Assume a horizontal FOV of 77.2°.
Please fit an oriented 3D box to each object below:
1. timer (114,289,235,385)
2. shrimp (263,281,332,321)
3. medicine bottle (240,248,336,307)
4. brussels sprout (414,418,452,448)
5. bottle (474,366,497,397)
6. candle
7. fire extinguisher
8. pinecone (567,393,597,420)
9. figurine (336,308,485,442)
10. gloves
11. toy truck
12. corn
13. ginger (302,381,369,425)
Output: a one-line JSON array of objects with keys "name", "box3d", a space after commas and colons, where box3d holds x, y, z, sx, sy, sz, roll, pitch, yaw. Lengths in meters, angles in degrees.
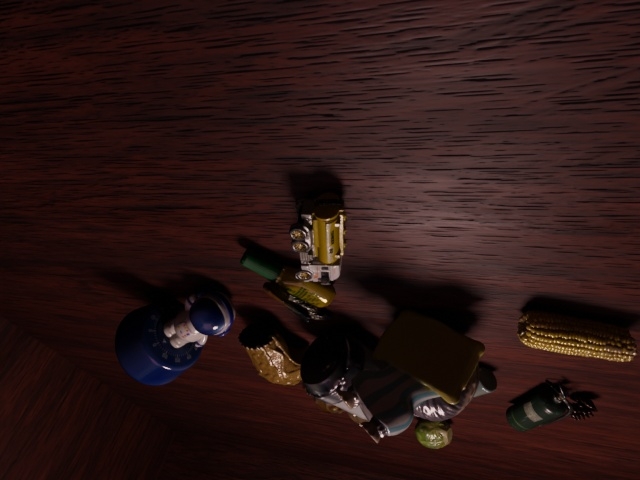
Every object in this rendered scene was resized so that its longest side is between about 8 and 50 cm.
[{"name": "timer", "box3d": [-0.431, 0.275, 1.282, 0.383, 0.270, 0.270, -30, 124, 25]}, {"name": "shrimp", "box3d": [-0.041, 0.196, 1.099, 0.262, 0.051, 0.198, 35, 179, -28]}, {"name": "medicine bottle", "box3d": [-0.086, 0.098, 1.053, 0.260, 0.064, 0.095, 28, 145, -15]}, {"name": "brussels sprout", "box3d": [0.477, 0.816, 1.697, 0.155, 0.117, 0.155, 18, 145, 13]}, {"name": "bottle", "box3d": [0.451, 0.493, 1.337, 0.082, 0.082, 0.286, 27, 141, -14]}, {"name": "candle", "box3d": [0.118, 0.443, 1.282, 0.342, 0.221, 0.221, 37, 137, -26]}, {"name": "fire extinguisher", "box3d": [0.712, 0.533, 1.288, 0.118, 0.093, 0.294, 50, 150, 26]}, {"name": "pinecone", "box3d": [0.813, 0.525, 1.252, 0.077, 0.077, 0.083, 25, 101, -11]}, {"name": "figurine", "box3d": [0.259, 0.424, 1.092, 0.266, 0.361, 0.377, 41, 158, 45]}, {"name": "gloves", "box3d": [-0.148, 0.408, 1.383, 0.203, 0.155, 0.356, 1, 148, 36]}, {"name": "toy truck", "box3d": [0.000, 0.000, 0.877, 0.114, 0.098, 0.227, 3, 139, 6]}, {"name": "corn", "box3d": [0.598, 0.226, 0.948, 0.244, 0.093, 0.093, 10, 142, 6]}, {"name": "ginger", "box3d": [0.108, 0.583, 1.492, 0.375, 0.176, 0.256, 18, 154, -9]}]
